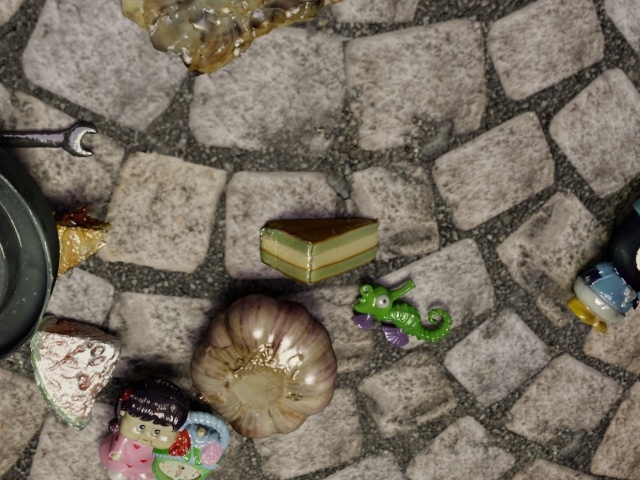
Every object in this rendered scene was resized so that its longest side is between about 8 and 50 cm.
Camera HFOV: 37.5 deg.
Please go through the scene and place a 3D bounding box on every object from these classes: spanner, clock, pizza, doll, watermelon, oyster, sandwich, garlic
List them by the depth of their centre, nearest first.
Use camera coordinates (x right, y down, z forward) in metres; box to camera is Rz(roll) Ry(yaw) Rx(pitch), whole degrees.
[{"bbox_3d":[-0.092,-0.351,1.267,0.355,0.107,0.201,-29,121,1],"label":"oyster"},{"bbox_3d":[-0.549,0.010,1.299,0.387,0.076,0.386,1,116,2],"label":"clock"},{"bbox_3d":[-0.444,-0.141,1.331,0.255,0.015,0.054,-2,116,-12],"label":"spanner"},{"bbox_3d":[-0.394,-0.003,1.371,0.194,0.069,0.154,-12,115,3],"label":"pizza"},{"bbox_3d":[-0.375,0.193,1.481,0.139,0.071,0.187,-21,110,-10],"label":"watermelon"},{"bbox_3d":[-0.084,0.189,1.501,0.245,0.160,0.244,4,118,8],"label":"garlic"},{"bbox_3d":[0.000,0.000,1.502,0.163,0.113,0.079,-20,123,-43],"label":"sandwich"},{"bbox_3d":[-0.245,0.311,1.510,0.194,0.100,0.195,17,132,-10],"label":"clock"},{"bbox_3d":[0.137,0.121,1.574,0.190,0.050,0.115,31,112,-26],"label":"doll"},{"bbox_3d":[0.553,0.023,1.575,0.177,0.141,0.314,27,111,-36],"label":"doll"}]
